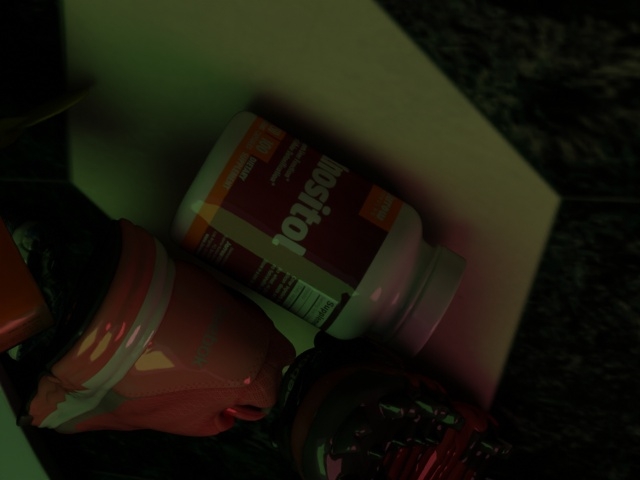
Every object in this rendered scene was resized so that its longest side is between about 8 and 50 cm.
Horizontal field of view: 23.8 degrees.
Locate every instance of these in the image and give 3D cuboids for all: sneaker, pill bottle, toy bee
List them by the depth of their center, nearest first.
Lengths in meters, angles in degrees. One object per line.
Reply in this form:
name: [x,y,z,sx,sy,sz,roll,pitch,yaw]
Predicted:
pill bottle: [0.000,0.000,0.840,0.152,0.086,0.086,30,143,-3]
toy bee: [-0.230,-0.070,0.875,0.195,0.298,0.162,-7,173,-8]
sneaker: [0.020,0.109,0.880,0.135,0.098,0.276,30,179,20]
sneaker: [-0.099,0.082,0.923,0.136,0.116,0.314,25,166,-9]
sneaker: [-0.211,0.027,1.047,0.058,0.052,0.135,30,137,15]

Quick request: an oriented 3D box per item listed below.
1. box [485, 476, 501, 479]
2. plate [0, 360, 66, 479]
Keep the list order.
box: [0.027,0.384,1.018,0.212,0.395,0.294,18,142,14]
plate: [-0.337,0.127,1.242,0.278,0.045,0.277,9,140,24]
